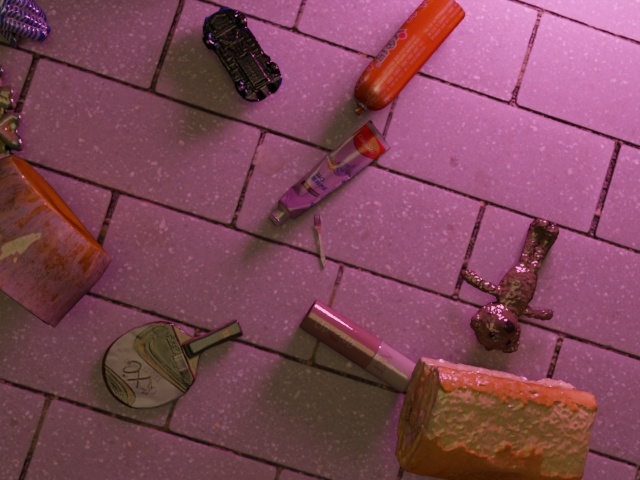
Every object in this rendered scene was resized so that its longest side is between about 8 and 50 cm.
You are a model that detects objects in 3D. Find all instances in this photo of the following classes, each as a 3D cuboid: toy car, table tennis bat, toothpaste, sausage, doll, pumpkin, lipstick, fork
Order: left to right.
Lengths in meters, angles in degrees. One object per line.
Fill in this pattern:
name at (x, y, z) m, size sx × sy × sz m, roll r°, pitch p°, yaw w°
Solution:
pumpkin at (-0.558, -0.016, 1.529) m, size 0.332 × 0.332 × 0.199 m, roll 42°, pitch 79°, yaw -1°
table tennis bat at (-0.304, 0.241, 1.674) m, size 0.301 × 0.022 × 0.173 m, roll -22°, pitch 90°, yaw -3°
toy car at (-0.167, -0.386, 1.689) m, size 0.103 × 0.063 × 0.216 m, roll -33°, pitch 84°, yaw -5°
fork at (0.000, 0.000, 1.712) m, size 0.016 × 0.012 × 0.115 m, roll -10°, pitch 93°, yaw -1°
toothpaste at (0.014, -0.134, 1.702) m, size 0.301 × 0.048 × 0.075 m, roll -40°, pitch 87°, yaw -7°
lipstick at (0.080, 0.220, 1.677) m, size 0.254 × 0.070 × 0.070 m, roll 33°, pitch 86°, yaw -2°
sausage at (0.173, -0.386, 1.700) m, size 0.093 × 0.093 × 0.312 m, roll 41°, pitch 85°, yaw -2°
doll at (0.426, 0.102, 1.708) m, size 0.286 × 0.091 × 0.202 m, roll -36°, pitch 102°, yaw -15°

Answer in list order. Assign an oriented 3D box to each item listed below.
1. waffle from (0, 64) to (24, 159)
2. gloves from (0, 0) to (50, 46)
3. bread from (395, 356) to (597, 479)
waffle at (-0.759, -0.220, 1.642) m, size 0.309 × 0.056 × 0.291 m, roll -6°, pitch 88°, yaw -4°
gloves at (-0.655, -0.484, 1.651) m, size 0.229 × 0.097 × 0.119 m, roll 34°, pitch 116°, yaw -7°
bread at (0.354, 0.384, 1.627) m, size 0.376 × 0.165 × 0.236 m, roll 11°, pitch 95°, yaw -15°
